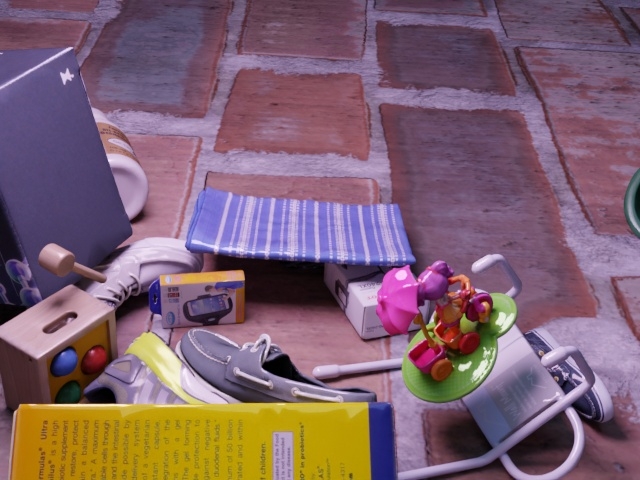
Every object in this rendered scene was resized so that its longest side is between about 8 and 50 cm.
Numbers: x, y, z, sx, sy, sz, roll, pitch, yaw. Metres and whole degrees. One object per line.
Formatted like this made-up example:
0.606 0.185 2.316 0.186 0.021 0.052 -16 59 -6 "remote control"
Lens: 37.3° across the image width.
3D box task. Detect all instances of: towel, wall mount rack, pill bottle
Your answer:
-0.032 -0.023 1.459 0.335 0.040 0.243 4 20 -2 "towel"
0.171 0.182 1.232 0.304 0.130 0.350 -37 37 7 "wall mount rack"
-0.382 -0.134 1.619 0.131 0.131 0.229 -11 37 -20 "pill bottle"

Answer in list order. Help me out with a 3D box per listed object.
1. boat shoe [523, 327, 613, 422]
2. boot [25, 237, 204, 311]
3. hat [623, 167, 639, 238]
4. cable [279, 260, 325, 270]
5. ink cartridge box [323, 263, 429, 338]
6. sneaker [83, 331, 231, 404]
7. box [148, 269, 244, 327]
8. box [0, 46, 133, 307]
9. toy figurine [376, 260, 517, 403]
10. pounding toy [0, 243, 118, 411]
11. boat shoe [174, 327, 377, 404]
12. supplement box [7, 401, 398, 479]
0.310 0.192 1.282 0.083 0.065 0.183 -17 35 -18 "boat shoe"
-0.297 0.074 1.377 0.258 0.095 0.123 -8 41 -2 "boot"
0.648 -0.053 1.699 0.173 0.183 0.209 17 78 29 "hat"
0.000 0.000 1.537 0.184 0.047 0.150 -8 36 -16 "cable"
0.083 0.072 1.425 0.109 0.063 0.150 -10 35 -20 "ink cartridge box"
-0.174 0.235 1.149 0.121 0.111 0.300 -35 46 -23 "sneaker"
-0.177 0.085 1.364 0.136 0.081 0.028 -5 36 -12 "box"
-0.511 -0.094 1.330 0.395 0.294 0.212 3 31 28 "box"
0.139 0.084 1.133 0.173 0.159 0.130 -42 38 -4 "toy figurine"
-0.312 0.108 1.208 0.094 0.206 0.181 25 39 27 "pounding toy"
-0.057 0.171 1.200 0.319 0.099 0.116 27 15 36 "boat shoe"
-0.111 0.274 0.938 0.356 0.194 0.195 0 69 -4 "supplement box"
